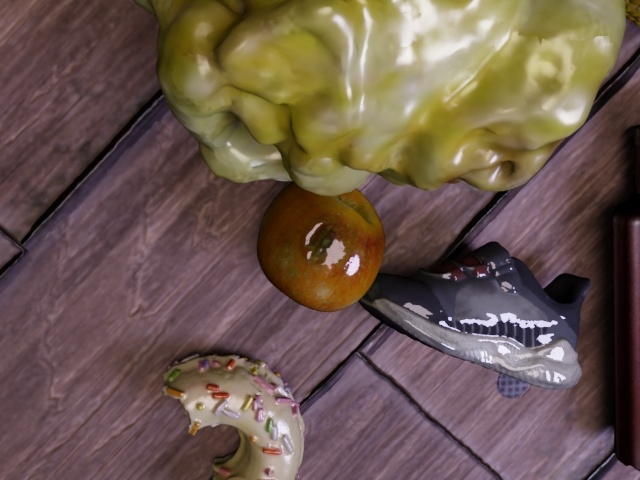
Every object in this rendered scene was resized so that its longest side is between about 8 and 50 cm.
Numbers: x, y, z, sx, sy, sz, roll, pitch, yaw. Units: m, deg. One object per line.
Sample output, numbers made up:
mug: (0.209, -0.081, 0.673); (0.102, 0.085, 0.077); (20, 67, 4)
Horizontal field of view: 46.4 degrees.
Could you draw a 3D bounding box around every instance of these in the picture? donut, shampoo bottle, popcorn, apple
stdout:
donut: (-0.066, 0.175, 0.667); (0.108, 0.065, 0.166); (-18, 104, -6)
shampoo bottle: (0.335, 0.053, 0.702); (0.129, 0.084, 0.323); (-6, 102, -11)
popcorn: (0.028, -0.159, 0.515); (0.312, 0.312, 0.312); (-2, 101, -9)
apple: (0.000, 0.000, 0.617); (0.099, 0.114, 0.102); (26, 108, -14)

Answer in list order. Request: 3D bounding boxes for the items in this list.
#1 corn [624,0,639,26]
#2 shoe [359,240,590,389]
corn: (0.208, -0.277, 0.614); (0.319, 0.097, 0.097); (33, 94, -16)
shoe: (0.145, 0.054, 0.670); (0.227, 0.099, 0.112); (23, 90, -17)
